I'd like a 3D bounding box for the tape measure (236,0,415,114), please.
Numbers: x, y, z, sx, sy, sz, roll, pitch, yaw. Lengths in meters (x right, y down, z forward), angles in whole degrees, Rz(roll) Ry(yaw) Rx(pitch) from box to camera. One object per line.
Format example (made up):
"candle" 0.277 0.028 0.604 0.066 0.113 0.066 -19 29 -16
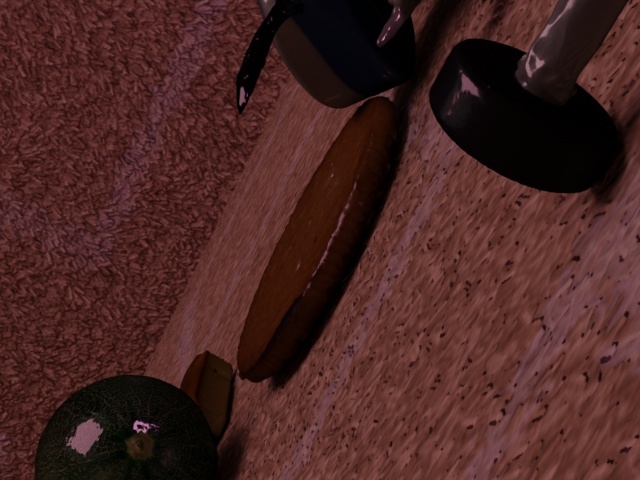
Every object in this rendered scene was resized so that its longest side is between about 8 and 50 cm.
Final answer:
"tape measure" 0.007 -0.192 1.495 0.097 0.215 0.351 -20 42 25

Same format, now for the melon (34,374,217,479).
"melon" -0.192 0.223 1.561 0.288 0.182 0.182 135 159 -72

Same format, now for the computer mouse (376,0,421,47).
"computer mouse" 0.117 -0.333 1.288 0.115 0.199 0.389 -22 42 61

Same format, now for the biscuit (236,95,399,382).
"biscuit" 0.000 0.000 1.519 0.305 0.038 0.305 -61 10 18

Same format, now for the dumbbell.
"dumbbell" 0.138 -0.123 0.782 0.191 0.100 0.100 -61 8 26

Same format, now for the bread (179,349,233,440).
"bread" -0.135 0.182 1.792 0.088 0.049 0.226 -62 7 16
